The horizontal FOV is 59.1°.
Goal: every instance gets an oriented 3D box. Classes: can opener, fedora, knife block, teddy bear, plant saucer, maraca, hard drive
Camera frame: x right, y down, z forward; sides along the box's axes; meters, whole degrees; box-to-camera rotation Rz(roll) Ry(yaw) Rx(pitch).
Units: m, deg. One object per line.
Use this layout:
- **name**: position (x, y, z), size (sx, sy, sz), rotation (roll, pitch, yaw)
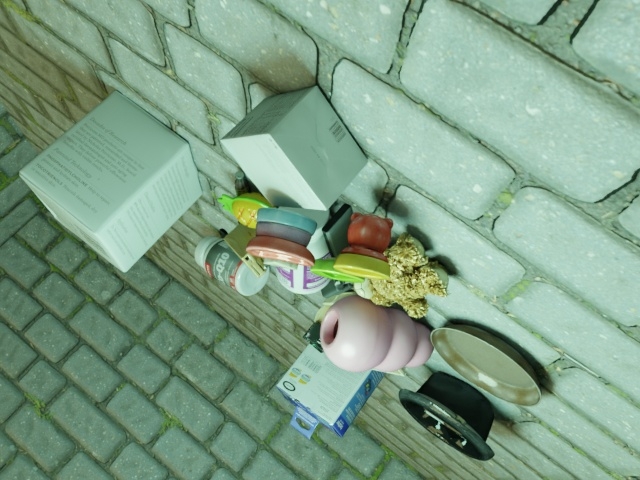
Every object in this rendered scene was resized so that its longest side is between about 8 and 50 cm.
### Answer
- **can opener**: position (0.064, 0.111, 1.671), size (0.280, 0.074, 0.093), rotation (126, 128, -67)
- **fedora**: position (0.414, 0.528, 1.760), size (0.334, 0.152, 0.334), rotation (34, 158, 16)
- **knife block**: position (-0.246, 0.016, 1.760), size (0.242, 0.275, 0.088), rotation (-19, 123, 32)
- **teddy bear**: position (0.173, 0.084, 1.353), size (0.245, 0.113, 0.338), rotation (53, 156, -24)
- **plant saucer**: position (0.429, 0.312, 1.454), size (0.311, 0.050, 0.310), rotation (35, 158, 17)
- **maraca**: position (-0.210, -0.091, 1.640), size (0.186, 0.099, 0.127), rotation (12, 151, 17)
- **hard drive**: position (0.051, -0.015, 1.382), size (0.022, 0.094, 0.135), rotation (28, 156, 30)

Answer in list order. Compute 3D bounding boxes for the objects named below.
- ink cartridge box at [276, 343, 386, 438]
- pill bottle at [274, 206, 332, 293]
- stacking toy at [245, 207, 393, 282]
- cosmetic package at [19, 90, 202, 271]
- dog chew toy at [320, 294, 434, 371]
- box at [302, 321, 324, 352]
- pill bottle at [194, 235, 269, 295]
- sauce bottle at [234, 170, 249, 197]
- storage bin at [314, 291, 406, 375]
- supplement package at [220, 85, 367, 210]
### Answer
- **ink cartridge box**: position (0.035, 0.506, 2.021), size (0.270, 0.395, 0.151), rotation (26, 155, 34)
- **pill bottle**: position (-0.043, 0.006, 1.475), size (0.169, 0.169, 0.301), rotation (34, 154, 17)
- **stacking toy**: position (0.000, 0.000, 1.263), size (0.309, 0.130, 0.279), rotation (13, 170, -3)
- **cosmetic package**: position (-0.644, -0.180, 1.812), size (0.327, 0.393, 0.329), rotation (35, 158, 12)
- **dog chew toy**: position (0.170, 0.268, 1.549), size (0.332, 0.206, 0.207), rotation (15, 169, -24)
- **box**: position (-0.006, 0.317, 1.841), size (0.083, 0.062, 0.052), rotation (41, 160, 0)
- **pill bottle**: position (-0.345, 0.089, 2.162), size (0.283, 0.161, 0.161), rotation (23, 153, 37)
- **sauce bottle**: position (-0.231, -0.158, 1.649), size (0.042, 0.042, 0.128), rotation (35, 160, 15)
- **storage bin**: position (0.142, 0.286, 1.784), size (0.260, 0.123, 0.262), rotation (45, 159, -13)
- **supplement package**: position (-0.055, -0.183, 1.151), size (0.203, 0.149, 0.194), rotation (9, 143, 54)
